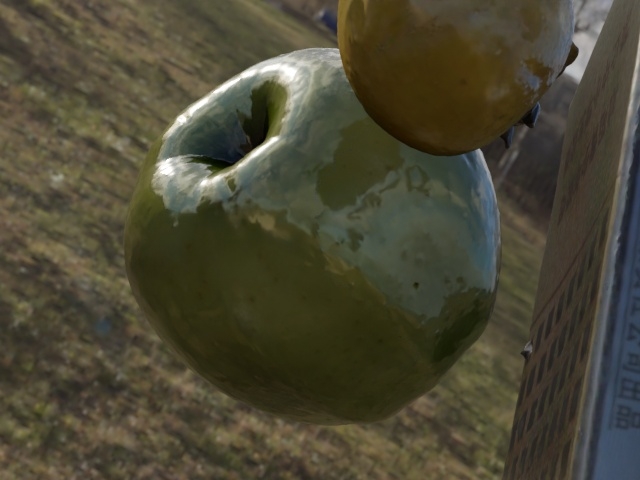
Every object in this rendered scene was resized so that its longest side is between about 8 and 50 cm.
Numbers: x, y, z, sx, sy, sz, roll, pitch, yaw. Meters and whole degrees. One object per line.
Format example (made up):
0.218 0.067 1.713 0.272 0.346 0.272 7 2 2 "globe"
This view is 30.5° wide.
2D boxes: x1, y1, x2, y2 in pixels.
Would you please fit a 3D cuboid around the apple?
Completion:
0.000 0.000 1.441 0.473 0.474 0.473 28 10 -5 "apple"

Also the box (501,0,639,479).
0.108 0.048 0.451 0.047 0.325 0.180 12 -21 4 "box"

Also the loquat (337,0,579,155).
0.129 -0.194 1.099 0.244 0.244 0.244 28 10 -5 "loquat"
